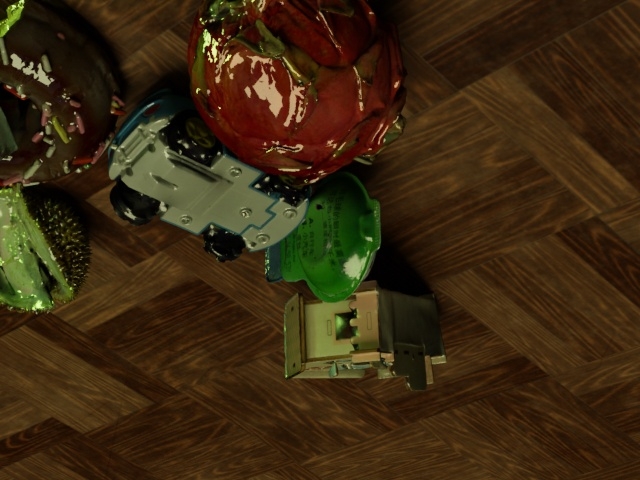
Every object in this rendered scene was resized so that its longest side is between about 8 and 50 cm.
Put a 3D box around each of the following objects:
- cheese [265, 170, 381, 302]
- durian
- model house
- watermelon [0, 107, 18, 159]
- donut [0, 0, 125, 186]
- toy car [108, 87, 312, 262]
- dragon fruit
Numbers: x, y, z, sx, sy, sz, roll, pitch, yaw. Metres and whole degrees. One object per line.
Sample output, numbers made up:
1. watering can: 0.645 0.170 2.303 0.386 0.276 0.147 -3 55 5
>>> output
1. cheese: 0.000 0.000 2.014 0.083 0.204 0.320 6 168 -31
2. durian: -0.476 -0.003 2.167 0.193 0.138 0.238 0 100 12
3. model house: 0.045 0.168 2.136 0.244 0.169 0.326 -5 172 23
4. watermelon: -0.566 -0.119 1.709 0.289 0.214 0.320 -19 160 -4
5. donut: -0.437 -0.190 1.906 0.345 0.136 0.259 -21 130 37
6. toy car: -0.159 -0.102 1.922 0.314 0.166 0.198 24 132 -30
7. dragon fruit: -0.034 -0.216 1.665 0.277 0.278 0.342 -22 134 36
